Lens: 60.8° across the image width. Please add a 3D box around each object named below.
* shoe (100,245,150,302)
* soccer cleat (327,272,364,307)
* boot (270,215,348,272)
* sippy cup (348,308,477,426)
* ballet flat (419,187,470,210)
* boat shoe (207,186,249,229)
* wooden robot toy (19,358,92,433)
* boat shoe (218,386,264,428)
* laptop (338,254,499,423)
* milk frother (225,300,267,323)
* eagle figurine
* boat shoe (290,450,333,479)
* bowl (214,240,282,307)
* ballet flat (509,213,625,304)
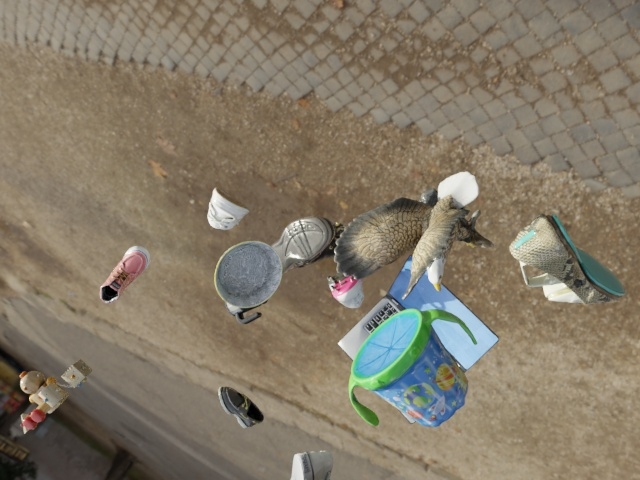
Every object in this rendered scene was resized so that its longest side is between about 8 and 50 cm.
[{"bbox_3d":[-0.494,0.090,1.376,0.063,0.081,0.178,37,125,-16],"label":"shoe"},{"bbox_3d":[0.108,0.176,1.883,0.143,0.116,0.331,54,179,-5],"label":"soccer cleat"},{"bbox_3d":[0.000,0.000,1.900,0.377,0.284,0.138,-41,71,49],"label":"boot"},{"bbox_3d":[0.234,0.325,1.339,0.224,0.240,0.305,45,136,-11],"label":"sippy cup"},{"bbox_3d":[0.305,-0.085,1.299,0.173,0.057,0.049,10,146,-39],"label":"ballet flat"},{"bbox_3d":[-0.249,-0.070,1.431,0.098,0.096,0.277,39,177,1],"label":"boat shoe"},{"bbox_3d":[-0.444,0.237,0.860,0.173,0.076,0.079,-41,96,23],"label":"wooden robot toy"},{"bbox_3d":[-0.259,0.541,1.793,0.069,0.081,0.227,-17,134,11],"label":"boat shoe"},{"bbox_3d":[0.304,0.338,1.823,0.382,0.408,0.236,46,-179,19],"label":"laptop"},{"bbox_3d":[-0.277,0.212,1.899,0.135,0.129,0.143,-27,139,27],"label":"milk frother"},{"bbox_3d":[0.209,0.000,1.098,0.226,0.298,0.225,-49,57,43],"label":"eagle figurine"},{"bbox_3d":[-0.020,0.561,1.253,0.096,0.088,0.267,-118,26,-47],"label":"boat shoe"},{"bbox_3d":[-0.185,0.071,1.329,0.170,0.170,0.080,52,169,-30],"label":"bowl"},{"bbox_3d":[0.656,0.080,1.490,0.182,0.164,0.483,-38,135,26],"label":"ballet flat"}]
